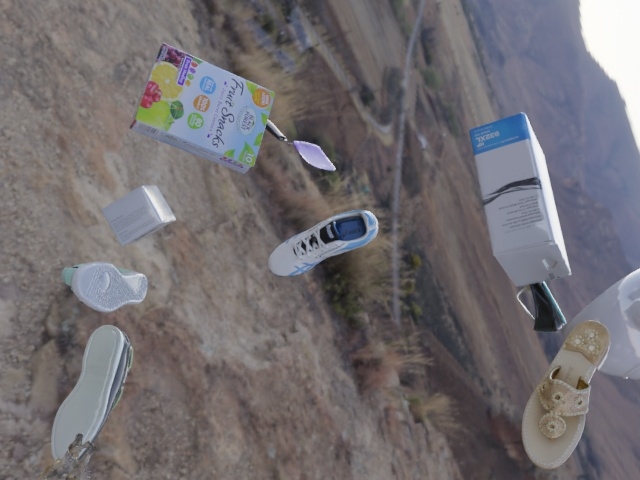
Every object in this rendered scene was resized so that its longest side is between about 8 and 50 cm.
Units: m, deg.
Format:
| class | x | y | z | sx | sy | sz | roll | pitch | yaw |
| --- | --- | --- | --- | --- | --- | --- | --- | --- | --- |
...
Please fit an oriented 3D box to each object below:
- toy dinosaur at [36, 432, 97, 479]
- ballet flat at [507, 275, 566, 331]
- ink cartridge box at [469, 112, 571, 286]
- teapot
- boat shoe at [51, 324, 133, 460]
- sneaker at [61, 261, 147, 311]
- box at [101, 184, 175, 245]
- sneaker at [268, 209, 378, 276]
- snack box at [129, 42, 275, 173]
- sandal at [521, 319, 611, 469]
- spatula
| class | x | y | z | sx | sy | sz | roll | pitch | yaw |
| --- | --- | --- | --- | --- | --- | --- | --- | --- | --- |
| toy dinosaur | -0.383 | 0.338 | 1.034 | 0.053 | 0.093 | 0.183 | 63 | 25 | -4 |
| ballet flat | 0.543 | 0.107 | 1.850 | 0.095 | 0.096 | 0.280 | 33 | 39 | -58 |
| ink cartridge box | 0.435 | -0.082 | 1.552 | 0.223 | 0.129 | 0.307 | 39 | 41 | -55 |
| teapot | 0.627 | 0.190 | 1.419 | 0.256 | 0.252 | 0.187 | -10 | 55 | -47 |
| boat shoe | -0.491 | 0.342 | 1.565 | 0.091 | 0.109 | 0.304 | 64 | 39 | -63 |
| sneaker | -0.461 | 0.088 | 1.404 | 0.256 | 0.151 | 0.094 | 37 | 59 | -78 |
| box | -0.370 | -0.053 | 1.460 | 0.087 | 0.101 | 0.102 | 60 | 6 | -2 |
| sneaker | 0.000 | 0.000 | 1.416 | 0.086 | 0.237 | 0.085 | 52 | 15 | -65 |
| snack box | -0.133 | -0.149 | 0.816 | 0.141 | 0.037 | 0.100 | 21 | 72 | -21 |
| sandal | 0.356 | 0.210 | 1.047 | 0.240 | 0.088 | 0.079 | -58 | 142 | -19 |
| spatula | -0.073 | -0.234 | 1.650 | 0.084 | 0.030 | 0.296 | 5 | 24 | -42 |
